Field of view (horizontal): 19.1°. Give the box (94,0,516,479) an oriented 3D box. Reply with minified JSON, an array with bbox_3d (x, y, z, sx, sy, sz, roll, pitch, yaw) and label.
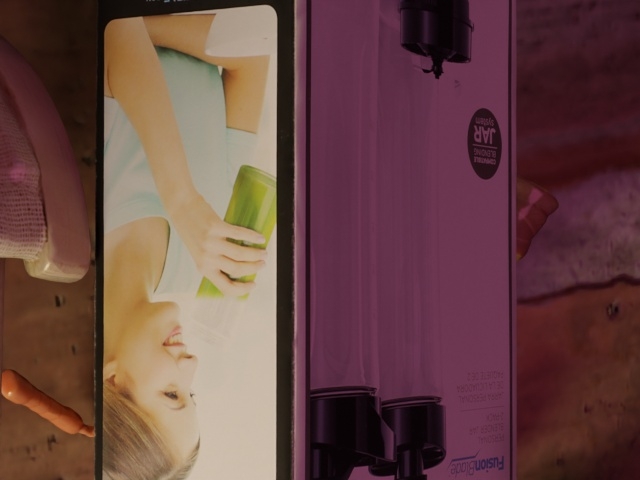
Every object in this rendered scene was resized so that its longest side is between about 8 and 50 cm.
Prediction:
[{"bbox_3d":[0.000,0.000,0.698,0.169,0.087,0.290,5,86,-58],"label":"box"}]

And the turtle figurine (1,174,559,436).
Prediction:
[{"bbox_3d":[0.009,0.049,0.831,0.269,0.087,0.217,30,85,-33],"label":"turtle figurine"}]

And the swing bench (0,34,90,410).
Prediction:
[{"bbox_3d":[-0.223,0.027,0.607,0.253,0.165,0.255,8,98,-47],"label":"swing bench"}]
